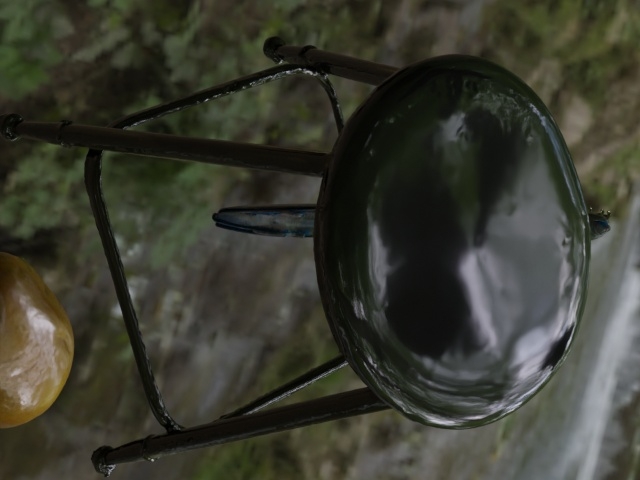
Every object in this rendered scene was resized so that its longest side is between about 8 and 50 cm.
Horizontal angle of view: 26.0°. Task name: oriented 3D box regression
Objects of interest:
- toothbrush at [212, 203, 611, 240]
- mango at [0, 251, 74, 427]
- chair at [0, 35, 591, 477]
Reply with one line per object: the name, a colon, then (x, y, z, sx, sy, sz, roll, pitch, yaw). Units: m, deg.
toothbrush: (0.082, -0.019, 1.386, 0.042, 0.413, 0.035, -49, 137, -63)
mango: (-0.340, 0.104, 1.510, 0.147, 0.109, 0.227, -26, 134, -32)
chair: (0.000, 0.000, 1.271, 0.362, 0.410, 0.365, -22, 103, -39)
